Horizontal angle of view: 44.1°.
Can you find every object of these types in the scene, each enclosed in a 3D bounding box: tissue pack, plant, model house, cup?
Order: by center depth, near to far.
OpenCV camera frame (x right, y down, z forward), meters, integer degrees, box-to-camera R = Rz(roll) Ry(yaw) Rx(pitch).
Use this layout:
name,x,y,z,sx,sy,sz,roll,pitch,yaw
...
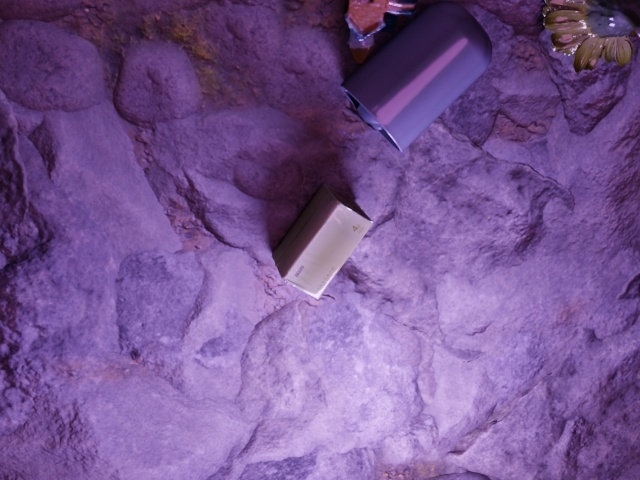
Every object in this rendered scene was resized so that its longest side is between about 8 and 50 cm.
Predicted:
name,x,y,z,sx,sy,sz,roll,pitch,yaw
model house,0.136,-0.513,1.693,0.184,0.253,0.291,12,125,-3
cup,0.221,-0.374,1.770,0.312,0.205,0.205,-43,114,4
plant,0.664,-0.547,1.812,0.306,0.297,0.261,-26,84,15
tissue pack,0.000,0.000,1.886,0.125,0.159,0.234,32,101,-21
